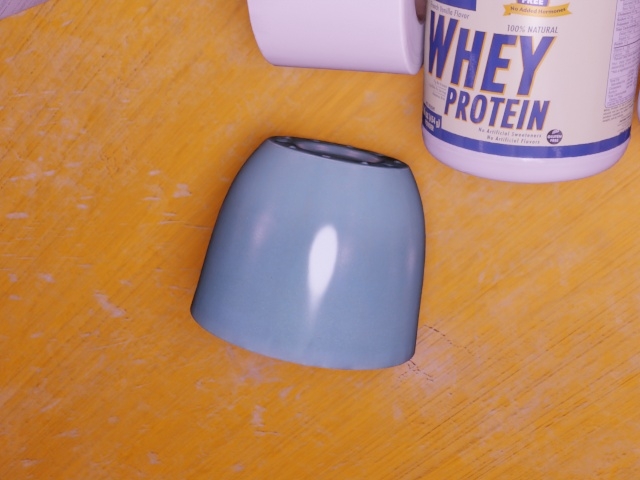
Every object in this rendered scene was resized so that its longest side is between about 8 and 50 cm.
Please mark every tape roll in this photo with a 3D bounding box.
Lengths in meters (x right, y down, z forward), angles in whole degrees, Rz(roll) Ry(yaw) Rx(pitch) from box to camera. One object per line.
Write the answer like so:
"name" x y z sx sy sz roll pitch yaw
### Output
"tape roll" 0.034 -0.311 1.121 0.169 0.246 0.246 7 116 15

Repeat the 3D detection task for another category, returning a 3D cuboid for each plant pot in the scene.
"plant pot" 0.000 0.000 1.263 0.293 0.293 0.235 14 103 11

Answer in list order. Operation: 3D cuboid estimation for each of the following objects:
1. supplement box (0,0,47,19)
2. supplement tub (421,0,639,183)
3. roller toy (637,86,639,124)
"supplement box" -0.382 -0.358 1.241 0.111 0.220 0.114 44 120 -5
"supplement tub" 0.231 -0.248 1.093 0.236 0.235 0.324 6 116 15
"roller toy" 0.456 -0.174 1.103 0.209 0.146 0.191 -25 114 39
